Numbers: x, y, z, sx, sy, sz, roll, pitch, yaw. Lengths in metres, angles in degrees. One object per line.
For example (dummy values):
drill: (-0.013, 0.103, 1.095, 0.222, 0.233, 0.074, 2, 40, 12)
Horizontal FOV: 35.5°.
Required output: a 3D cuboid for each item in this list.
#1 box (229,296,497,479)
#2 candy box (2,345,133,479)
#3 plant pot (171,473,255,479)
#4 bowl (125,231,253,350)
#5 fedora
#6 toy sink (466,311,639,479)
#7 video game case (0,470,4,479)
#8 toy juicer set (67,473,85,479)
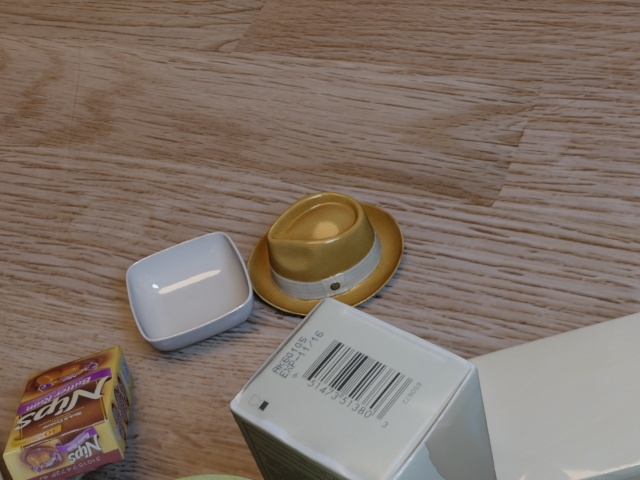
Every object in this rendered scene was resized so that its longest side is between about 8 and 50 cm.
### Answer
box: (0.054, 0.207, 0.803, 0.148, 0.311, 0.121, 23, 57, 33)
candy box: (-0.259, 0.183, 1.052, 0.109, 0.053, 0.187, -19, 20, -2)
plant pot: (-0.034, 0.351, 0.683, 0.274, 0.293, 0.275, -21, 43, 21)
bowl: (-0.150, 0.067, 1.184, 0.141, 0.053, 0.142, -22, 44, -5)
fedora: (0.000, 0.000, 1.186, 0.194, 0.079, 0.194, -9, 45, 9)
toy sink: (0.265, 0.173, 0.904, 0.234, 0.131, 0.153, -17, 44, 5)
video game case: (-0.425, 0.302, 0.979, 0.244, 0.061, 0.269, -14, 40, -27)
toy juicer set: (-0.194, 0.309, 0.917, 0.209, 0.090, 0.329, -23, 28, -36)
